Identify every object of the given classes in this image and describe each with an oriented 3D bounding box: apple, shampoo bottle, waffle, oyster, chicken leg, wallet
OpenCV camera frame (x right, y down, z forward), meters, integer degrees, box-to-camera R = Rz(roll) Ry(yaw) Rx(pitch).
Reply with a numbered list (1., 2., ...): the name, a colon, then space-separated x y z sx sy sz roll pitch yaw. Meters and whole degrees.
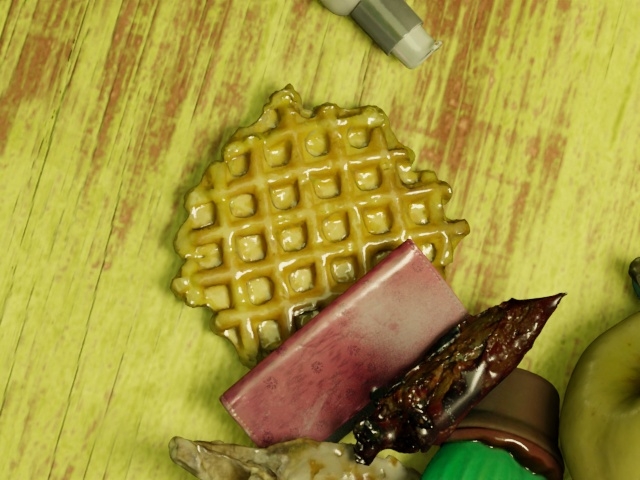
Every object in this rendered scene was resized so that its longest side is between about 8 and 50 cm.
1. apple: 0.346 0.175 1.323 0.262 0.262 0.262 1 82 -5
2. shampoo bottle: 0.037 -0.244 1.452 0.074 0.074 0.192 -43 90 -9
3. waffle: 0.000 0.000 1.423 0.291 0.051 0.291 1 83 -6
4. oyster: 0.034 0.298 1.358 0.396 0.111 0.204 56 42 -2
5. chicken leg: 0.123 0.123 1.356 0.234 0.105 0.063 -41 110 -13
6. wallet: 0.026 0.110 1.385 0.232 0.025 0.119 -40 118 -2

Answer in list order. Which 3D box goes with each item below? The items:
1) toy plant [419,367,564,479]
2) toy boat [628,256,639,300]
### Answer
1. toy plant: 0.163 0.219 1.377 0.143 0.105 0.200 28 68 -15
2. toy boat: 0.374 0.069 1.435 0.185 0.077 0.075 32 81 0
